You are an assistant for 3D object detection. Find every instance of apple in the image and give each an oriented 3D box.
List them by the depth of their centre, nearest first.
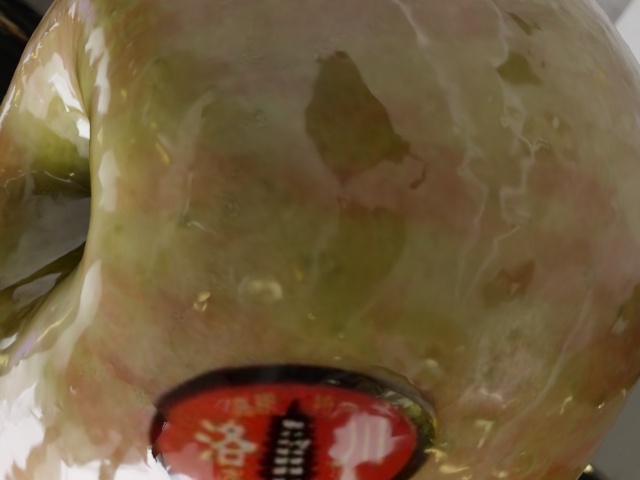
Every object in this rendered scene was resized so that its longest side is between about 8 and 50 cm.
[{"bbox_3d":[0.000,0.000,0.556,0.347,0.391,0.391,12,-161,-36],"label":"apple"}]
